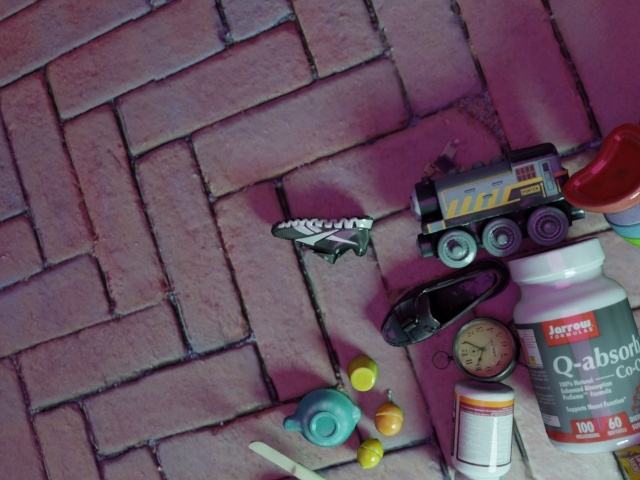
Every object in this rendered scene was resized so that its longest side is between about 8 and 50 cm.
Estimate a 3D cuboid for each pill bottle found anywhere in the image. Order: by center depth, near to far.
[{"bbox_3d":[0.486,0.191,1.257,0.210,0.210,0.363,-17,86,17],"label":"pill bottle"},{"bbox_3d":[0.327,0.403,1.357,0.121,0.121,0.221,3,93,17],"label":"pill bottle"}]

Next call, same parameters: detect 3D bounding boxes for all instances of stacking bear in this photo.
[{"bbox_3d":[0.614,-0.048,1.209,0.289,0.164,0.175,34,102,-24],"label":"stacking bear"}]

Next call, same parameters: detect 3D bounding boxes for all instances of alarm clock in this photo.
[{"bbox_3d":[0.322,0.230,1.373,0.192,0.064,0.129,-15,65,19],"label":"alarm clock"}]

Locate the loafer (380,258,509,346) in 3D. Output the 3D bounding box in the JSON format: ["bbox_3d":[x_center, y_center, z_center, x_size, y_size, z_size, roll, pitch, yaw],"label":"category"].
[{"bbox_3d":[0.248,0.129,1.389,0.302,0.095,0.109,-32,81,15],"label":"loafer"}]

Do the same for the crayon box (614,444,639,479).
[{"bbox_3d":[0.630,0.393,1.177,0.165,0.278,0.081,-39,93,14],"label":"crayon box"}]

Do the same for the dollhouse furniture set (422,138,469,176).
[{"bbox_3d":[0.293,-0.154,1.417,0.114,0.091,0.081,38,60,-9],"label":"dollhouse furniture set"}]

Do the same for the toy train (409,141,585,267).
[{"bbox_3d":[0.342,-0.069,1.322,0.333,0.142,0.190,-15,97,15],"label":"toy train"}]

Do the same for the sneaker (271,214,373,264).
[{"bbox_3d":[0.000,0.000,1.474,0.234,0.078,0.106,-1,88,15],"label":"sneaker"}]

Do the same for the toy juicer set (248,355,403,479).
[{"bbox_3d":[0.033,0.423,1.474,0.329,0.089,0.209,-38,93,6],"label":"toy juicer set"}]
